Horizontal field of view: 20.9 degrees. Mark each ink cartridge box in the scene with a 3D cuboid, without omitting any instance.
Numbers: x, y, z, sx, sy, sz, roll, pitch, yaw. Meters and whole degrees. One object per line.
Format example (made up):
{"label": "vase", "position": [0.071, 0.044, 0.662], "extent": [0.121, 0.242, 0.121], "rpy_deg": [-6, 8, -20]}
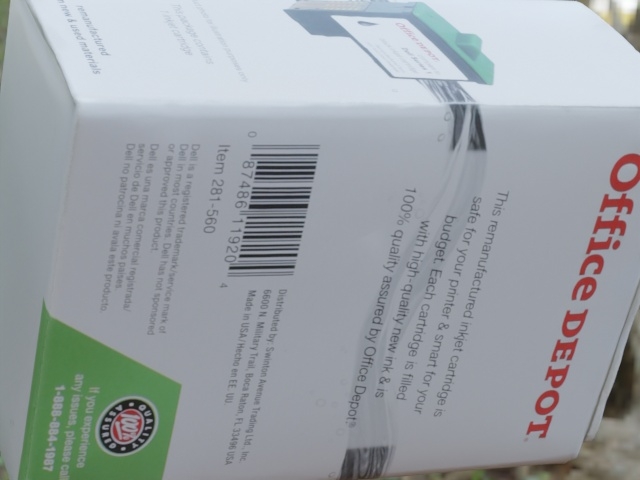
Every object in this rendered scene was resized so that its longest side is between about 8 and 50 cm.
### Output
{"label": "ink cartridge box", "position": [0.000, 0.000, 0.612], "extent": [0.219, 0.160, 0.092], "rpy_deg": [-1, 34, -24]}
